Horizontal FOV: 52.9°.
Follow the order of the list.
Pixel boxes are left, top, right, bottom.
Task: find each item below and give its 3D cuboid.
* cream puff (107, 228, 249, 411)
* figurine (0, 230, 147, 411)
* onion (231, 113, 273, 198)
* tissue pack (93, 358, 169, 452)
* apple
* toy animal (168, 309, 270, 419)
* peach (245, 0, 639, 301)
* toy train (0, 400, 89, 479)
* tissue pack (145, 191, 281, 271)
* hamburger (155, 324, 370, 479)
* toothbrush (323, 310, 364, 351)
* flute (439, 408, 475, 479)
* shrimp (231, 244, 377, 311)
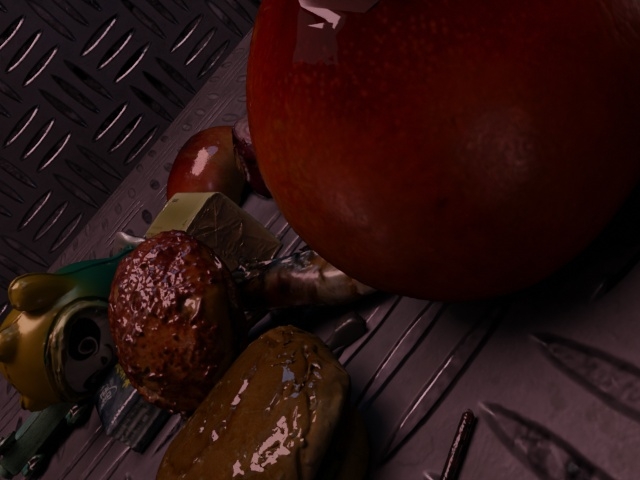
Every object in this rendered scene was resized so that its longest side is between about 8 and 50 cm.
[{"bbox_3d":[-0.189,0.110,0.834,0.164,0.239,0.240,-11,0,-37],"label":"cream puff"},{"bbox_3d":[-0.444,0.152,1.203,0.232,0.323,0.340,17,40,28],"label":"figurine"},{"bbox_3d":[-0.053,-0.170,1.219,0.218,0.139,0.195,-17,28,-14],"label":"onion"},{"bbox_3d":[-0.274,0.204,1.094,0.257,0.081,0.185,-54,24,-9],"label":"tissue pack"},{"bbox_3d":[-0.261,-0.160,1.498,0.251,0.163,0.292,2,54,58],"label":"apple"},{"bbox_3d":[-0.133,0.157,0.966,0.275,0.054,0.149,-52,27,-8],"label":"toy animal"},{"bbox_3d":[0.109,-0.137,0.604,0.388,0.388,0.388,-38,27,23],"label":"peach"},{"bbox_3d":[-0.567,0.375,1.339,0.248,0.101,0.159,-50,9,-4],"label":"toy train"},{"bbox_3d":[-0.201,-0.003,1.175,0.125,0.159,0.234,-56,25,-15],"label":"tissue pack"},{"bbox_3d":[-0.077,0.227,0.676,0.285,0.134,0.265,-48,27,-3],"label":"hamburger"},{"bbox_3d":[-0.058,0.184,0.829,0.297,0.030,0.030,-40,18,19],"label":"toothbrush"},{"bbox_3d":[0.078,0.259,0.516,0.014,0.014,0.269,-12,43,53],"label":"flute"},{"bbox_3d":[0.000,0.000,0.894,0.365,0.071,0.233,-13,43,34],"label":"shrimp"}]
